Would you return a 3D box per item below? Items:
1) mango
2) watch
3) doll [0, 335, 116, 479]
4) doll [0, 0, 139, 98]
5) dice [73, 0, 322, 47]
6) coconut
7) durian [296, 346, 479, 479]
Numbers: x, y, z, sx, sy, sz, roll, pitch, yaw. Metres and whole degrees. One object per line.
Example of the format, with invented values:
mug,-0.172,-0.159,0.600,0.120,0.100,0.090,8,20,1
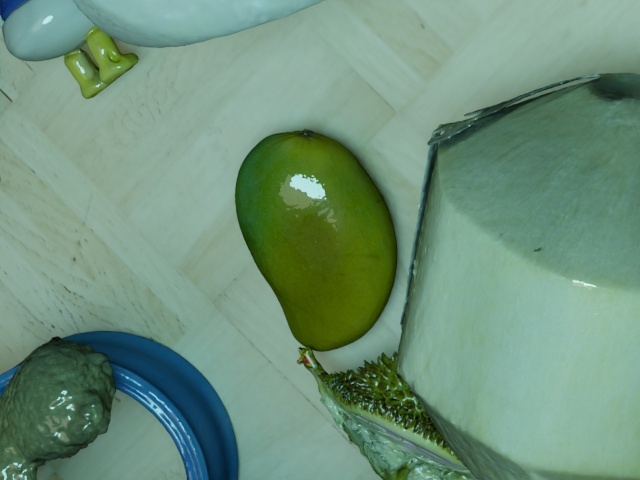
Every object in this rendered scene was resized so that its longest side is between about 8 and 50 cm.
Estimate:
mango,0.002,-0.003,1.470,0.122,0.085,0.191,-20,111,18
watch,-0.169,0.230,1.547,0.305,0.241,0.274,10,98,4
doll,-0.271,0.203,1.430,0.202,0.286,0.091,11,159,50
doll,-0.259,-0.247,1.472,0.293,0.119,0.138,51,139,-7
dice,-0.078,-0.305,1.283,0.251,0.243,0.259,-18,112,12
coconut,0.201,0.031,1.289,0.323,0.323,0.323,7,110,19
durian,0.070,0.145,1.482,0.208,0.102,0.146,32,152,8
